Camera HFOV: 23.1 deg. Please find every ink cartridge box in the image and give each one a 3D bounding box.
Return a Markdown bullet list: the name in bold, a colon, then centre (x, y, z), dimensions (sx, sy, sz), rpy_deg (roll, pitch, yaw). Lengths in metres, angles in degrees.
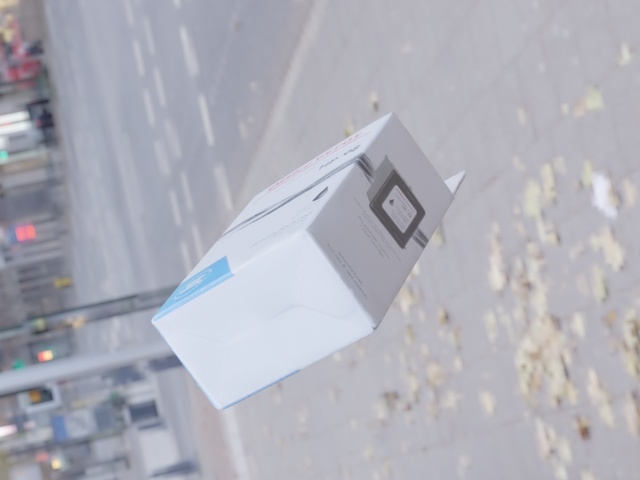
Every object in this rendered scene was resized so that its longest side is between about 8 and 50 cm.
- **ink cartridge box**: centre (0.000, 0.000, 0.801), dimensions (0.060, 0.104, 0.180), rpy_deg (53, -149, -11)
